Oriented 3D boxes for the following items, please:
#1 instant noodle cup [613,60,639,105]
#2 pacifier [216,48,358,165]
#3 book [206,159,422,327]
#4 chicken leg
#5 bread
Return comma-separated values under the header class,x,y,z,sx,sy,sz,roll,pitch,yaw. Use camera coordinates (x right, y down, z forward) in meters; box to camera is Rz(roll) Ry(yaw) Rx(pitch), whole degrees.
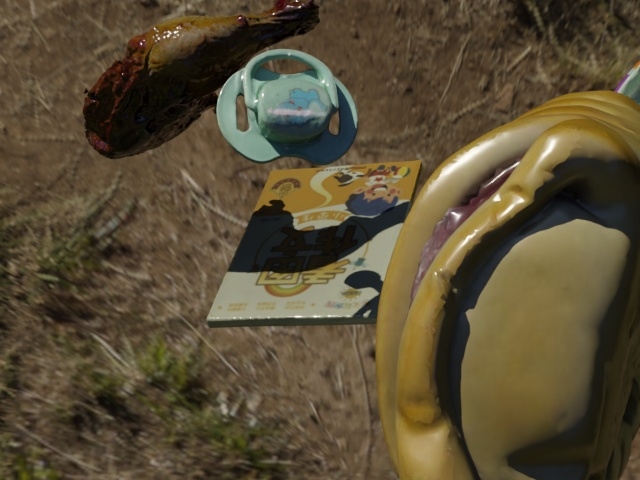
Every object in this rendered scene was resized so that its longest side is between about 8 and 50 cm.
class,x,y,z,sx,sy,sz,roll,pitch,yaw
instant noodle cup,0.331,-0.042,0.878,0.190,0.251,0.251,12,76,-38
pacifier,-0.040,-0.131,1.248,0.150,0.116,0.126,-7,80,-17
book,0.000,0.000,1.445,0.208,0.020,0.295,-3,38,19
chicken leg,-0.148,-0.187,1.375,0.322,0.177,0.083,-40,64,36
bread,0.072,0.019,0.404,0.081,0.225,0.134,9,102,19
